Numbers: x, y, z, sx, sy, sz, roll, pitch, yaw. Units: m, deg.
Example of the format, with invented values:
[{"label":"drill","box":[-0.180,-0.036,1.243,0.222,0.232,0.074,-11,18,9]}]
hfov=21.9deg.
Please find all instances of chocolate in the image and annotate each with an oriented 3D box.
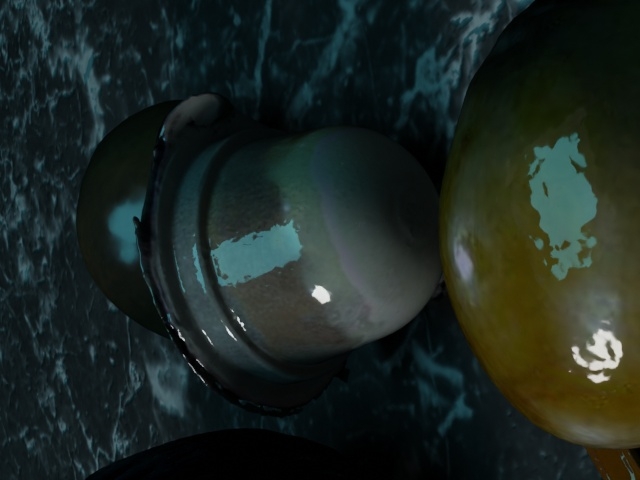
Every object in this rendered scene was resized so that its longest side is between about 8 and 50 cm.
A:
[{"label":"chocolate","box":[0.001,-0.008,1.037,0.147,0.221,0.221,-26,72,35]}]

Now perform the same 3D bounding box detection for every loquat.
[{"label":"loquat","box":[0.146,-0.014,0.774,0.179,0.179,0.227,39,132,50]}]

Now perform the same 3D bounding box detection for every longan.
[{"label":"longan","box":[-0.091,-0.012,1.191,0.187,0.167,0.167,45,137,16]}]

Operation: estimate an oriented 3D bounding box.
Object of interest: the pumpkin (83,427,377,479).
[{"label":"pumpkin","box":[-0.049,0.303,1.077,0.363,0.266,0.363,16,110,53]}]

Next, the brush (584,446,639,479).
[{"label":"brush","box":[0.160,0.111,0.927,0.314,0.017,0.090,63,142,30]}]
